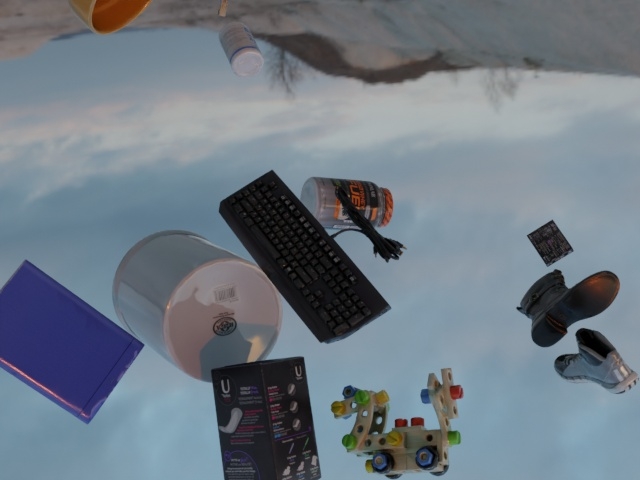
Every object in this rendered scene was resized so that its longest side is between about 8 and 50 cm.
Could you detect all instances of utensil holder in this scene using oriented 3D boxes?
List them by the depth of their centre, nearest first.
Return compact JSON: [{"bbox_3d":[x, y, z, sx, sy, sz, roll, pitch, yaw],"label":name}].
[{"bbox_3d":[-0.311,0.160,2.045,0.328,0.327,0.385,-15,-163,-26],"label":"utensil holder"}]

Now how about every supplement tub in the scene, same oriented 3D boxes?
[{"bbox_3d":[-0.165,-0.395,1.687,0.071,0.071,0.107,-12,-127,-17],"label":"supplement tub"},{"bbox_3d":[0.058,-0.079,1.817,0.191,0.116,0.117,2,-168,-23],"label":"supplement tub"}]

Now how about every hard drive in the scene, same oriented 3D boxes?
[{"bbox_3d":[-0.569,0.219,1.753,0.210,0.319,0.040,-57,-161,-19],"label":"hard drive"}]

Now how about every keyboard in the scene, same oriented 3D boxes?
[{"bbox_3d":[0.000,0.000,1.254,0.202,0.033,0.317,-31,-120,-18],"label":"keyboard"}]

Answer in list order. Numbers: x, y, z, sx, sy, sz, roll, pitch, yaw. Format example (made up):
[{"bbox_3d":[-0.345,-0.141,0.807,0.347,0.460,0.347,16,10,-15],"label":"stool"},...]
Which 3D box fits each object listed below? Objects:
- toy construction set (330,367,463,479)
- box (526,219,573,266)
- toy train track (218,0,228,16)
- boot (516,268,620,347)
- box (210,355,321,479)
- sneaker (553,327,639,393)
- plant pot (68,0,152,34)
[{"bbox_3d":[0.174,0.383,1.717,0.328,0.214,0.151,-23,143,39],"label":"toy construction set"},{"bbox_3d":[0.498,0.006,1.767,0.067,0.083,0.018,-34,148,11],"label":"box"},{"bbox_3d":[-0.141,-0.375,1.210,0.048,0.083,0.014,6,-171,-32],"label":"toy train track"},{"bbox_3d":[0.578,0.124,1.950,0.263,0.091,0.229,-42,-168,20],"label":"boot"},{"bbox_3d":[-0.119,0.397,1.764,0.165,0.270,0.143,-13,172,39],"label":"box"},{"bbox_3d":[0.554,0.233,1.703,0.086,0.132,0.229,-37,-166,-18],"label":"sneaker"},{"bbox_3d":[-0.396,-0.500,1.425,0.205,0.188,0.205,-48,177,-3],"label":"plant pot"}]
